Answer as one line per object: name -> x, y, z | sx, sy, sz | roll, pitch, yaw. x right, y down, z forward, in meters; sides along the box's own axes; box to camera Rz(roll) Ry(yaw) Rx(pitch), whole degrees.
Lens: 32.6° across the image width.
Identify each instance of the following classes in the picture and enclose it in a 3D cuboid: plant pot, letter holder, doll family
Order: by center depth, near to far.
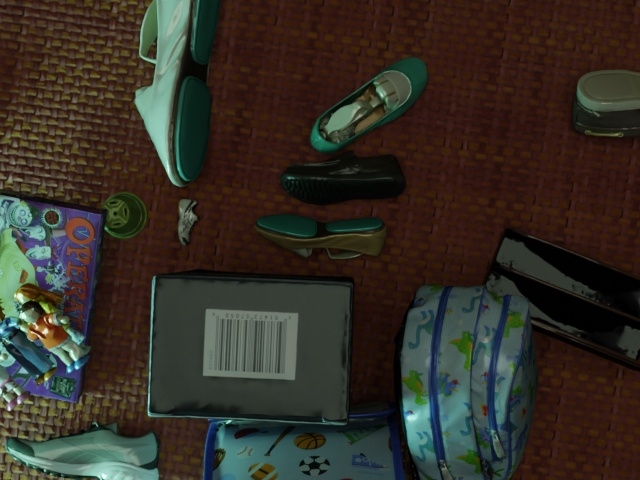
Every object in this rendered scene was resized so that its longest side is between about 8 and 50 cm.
letter holder -> 0.434, 0.100, 1.823 | 0.302, 0.214, 0.152 | 22, 90, 2
doll family -> -0.496, 0.161, 1.842 | 0.263, 0.118, 0.163 | -31, 105, 29
plant pot -> -0.353, -0.045, 1.915 | 0.083, 0.079, 0.083 | 0, 90, 2

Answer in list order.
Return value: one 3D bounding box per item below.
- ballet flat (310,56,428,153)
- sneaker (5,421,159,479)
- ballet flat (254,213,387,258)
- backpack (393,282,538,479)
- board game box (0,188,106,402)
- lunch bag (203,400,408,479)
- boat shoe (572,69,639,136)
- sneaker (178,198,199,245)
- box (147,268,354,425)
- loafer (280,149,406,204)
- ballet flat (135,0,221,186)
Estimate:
ballet flat -> 0.089, -0.235, 1.903 | 0.247, 0.087, 0.083 | -36, 88, 0
sneaker -> -0.412, 0.366, 1.910 | 0.271, 0.100, 0.108 | 7, 75, -2
ballet flat -> 0.000, 0.000, 1.911 | 0.232, 0.080, 0.073 | 2, 119, 4
backpack -> 0.226, 0.225, 1.704 | 0.273, 0.290, 0.355 | -7, 124, 32
board game box -> -0.495, 0.096, 1.893 | 0.208, 0.056, 0.347 | 9, 103, -2
lunch bag -> -0.022, 0.392, 1.757 | 0.328, 0.385, 0.239 | -3, 118, 2
boat shoe -> 0.597, -0.229, 1.885 | 0.324, 0.096, 0.116 | -1, 48, -2
sneaker -> -0.232, -0.032, 1.935 | 0.037, 0.032, 0.083 | 0, 89, 2
box -> -0.094, 0.157, 1.746 | 0.293, 0.395, 0.212 | 2, 90, 3
loafer -> 0.039, -0.114, 1.917 | 0.220, 0.080, 0.078 | 1, 56, 3
ballet flat -> -0.257, -0.291, 1.907 | 0.139, 0.139, 0.400 | 5, 85, 2
